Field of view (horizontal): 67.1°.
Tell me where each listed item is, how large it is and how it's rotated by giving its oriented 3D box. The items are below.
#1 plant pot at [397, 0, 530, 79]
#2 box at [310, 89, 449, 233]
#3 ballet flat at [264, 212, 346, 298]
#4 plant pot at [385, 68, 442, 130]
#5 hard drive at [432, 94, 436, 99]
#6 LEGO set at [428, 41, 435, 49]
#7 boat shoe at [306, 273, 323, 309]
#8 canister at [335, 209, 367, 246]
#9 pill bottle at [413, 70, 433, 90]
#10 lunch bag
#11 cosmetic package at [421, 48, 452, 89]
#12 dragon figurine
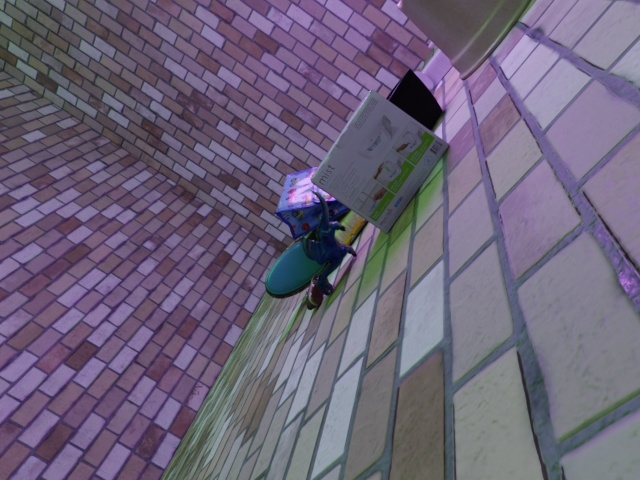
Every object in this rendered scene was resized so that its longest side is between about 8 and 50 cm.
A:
[{"bbox_3d":[0.415,-0.717,1.455,0.333,0.306,0.334,-56,5,7],"label":"plant pot"},{"bbox_3d":[0.138,-0.191,1.190,0.261,0.231,0.127,-56,6,7],"label":"box"},{"bbox_3d":[-0.001,0.024,1.734,0.482,0.164,0.182,-51,-16,-2],"label":"ballet flat"},{"bbox_3d":[0.273,-0.395,1.544,0.187,0.167,0.188,-58,5,-13],"label":"plant pot"},{"bbox_3d":[0.326,-0.412,1.841,0.318,0.040,0.210,-54,6,24],"label":"hard drive"},{"bbox_3d":[0.433,-0.813,1.755,0.227,0.087,0.093,-62,6,-29],"label":"LEGO set"},{"bbox_3d":[-0.019,0.154,1.460,0.049,0.056,0.152,-48,8,25],"label":"boat shoe"},{"bbox_3d":[0.087,-0.037,1.571,0.169,0.073,0.126,-54,6,6],"label":"canister"},{"bbox_3d":[0.371,-0.597,2.054,0.229,0.131,0.131,-50,8,47],"label":"pill bottle"},{"bbox_3d":[0.020,-0.158,1.625,0.294,0.138,0.220,-19,36,23],"label":"lunch bag"},{"bbox_3d":[0.500,-0.737,2.009,0.117,0.086,0.231,-60,4,-34],"label":"cosmetic package"},{"bbox_3d":[0.003,0.015,1.334,0.144,0.289,0.085,-29,22,-13],"label":"dragon figurine"}]
